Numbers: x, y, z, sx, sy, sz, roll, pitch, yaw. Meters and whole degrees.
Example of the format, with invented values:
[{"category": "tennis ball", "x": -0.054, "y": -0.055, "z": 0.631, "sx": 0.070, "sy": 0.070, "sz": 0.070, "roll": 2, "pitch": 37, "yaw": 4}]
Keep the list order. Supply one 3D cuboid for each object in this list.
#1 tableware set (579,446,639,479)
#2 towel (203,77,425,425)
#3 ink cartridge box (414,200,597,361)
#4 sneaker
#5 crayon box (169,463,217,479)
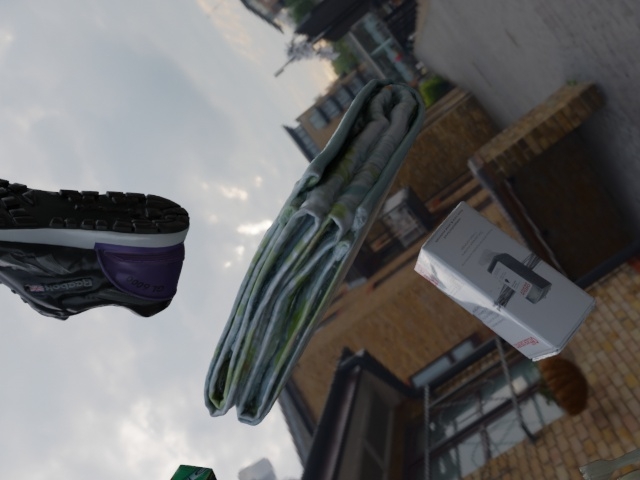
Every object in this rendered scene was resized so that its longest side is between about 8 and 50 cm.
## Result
[{"category": "tableware set", "x": 0.252, "y": 0.266, "z": 0.665, "sx": 0.128, "sy": 0.194, "sz": 0.039, "roll": 64, "pitch": -162, "yaw": 9}, {"category": "towel", "x": 0.000, "y": 0.000, "z": 0.861, "sx": 0.090, "sy": 0.320, "sz": 0.374, "roll": 29, "pitch": -148, "yaw": 4}, {"category": "ink cartridge box", "x": 0.245, "y": 0.060, "z": 1.008, "sx": 0.218, "sy": 0.092, "sz": 0.158, "roll": 40, "pitch": 172, "yaw": 11}, {"category": "sneaker", "x": -0.269, "y": 0.020, "z": 0.673, "sx": 0.283, "sy": 0.124, "sz": 0.107, "roll": 7, "pitch": -155, "yaw": -14}, {"category": "crayon box", "x": -0.271, "y": 0.575, "z": 1.350, "sx": 0.278, "sy": 0.081, "sz": 0.165, "roll": -56, "pitch": -41, "yaw": -51}]
